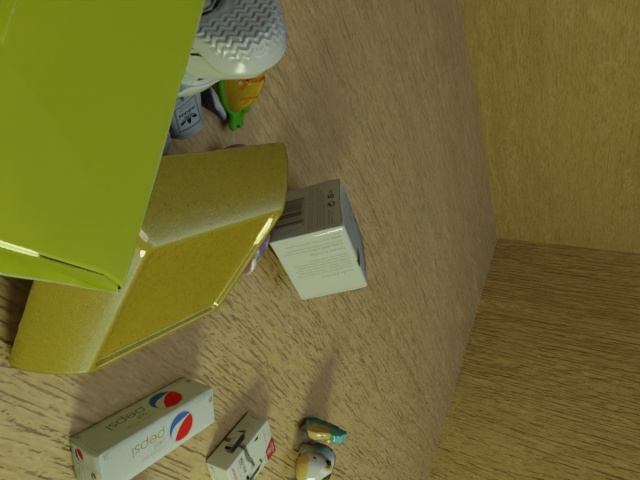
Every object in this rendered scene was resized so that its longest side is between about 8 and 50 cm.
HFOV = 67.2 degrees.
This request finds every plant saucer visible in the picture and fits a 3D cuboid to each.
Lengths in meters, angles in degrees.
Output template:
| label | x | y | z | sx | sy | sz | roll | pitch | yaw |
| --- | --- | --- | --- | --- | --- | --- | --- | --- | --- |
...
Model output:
| label | x | y | z | sx | sy | sz | roll | pitch | yaw |
| --- | --- | --- | --- | --- | --- | --- | --- | --- | --- |
| plant saucer | -0.193 | 0.034 | 0.635 | 0.332 | 0.081 | 0.333 | -25 | 156 | -55 |

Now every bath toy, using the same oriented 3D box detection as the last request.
| label | x | y | z | sx | sy | sz | roll | pitch | yaw |
| --- | --- | --- | --- | --- | --- | --- | --- | --- | --- |
| bath toy | -0.015 | 0.631 | 1.192 | 0.151 | 0.129 | 0.348 | 13 | 87 | -59 |

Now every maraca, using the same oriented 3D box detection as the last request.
| label | x | y | z | sx | sy | sz | roll | pitch | yaw |
| --- | --- | --- | --- | --- | --- | --- | --- | --- | --- |
| maraca | -0.142 | -0.272 | 0.821 | 0.186 | 0.099 | 0.127 | 91 | 17 | -62 |

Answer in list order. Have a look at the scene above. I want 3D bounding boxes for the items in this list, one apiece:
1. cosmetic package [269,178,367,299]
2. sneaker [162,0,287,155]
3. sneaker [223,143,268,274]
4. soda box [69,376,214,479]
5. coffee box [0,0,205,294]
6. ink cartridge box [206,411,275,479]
| label | x | y | z | sx | sy | sz | roll | pitch | yaw |
| --- | --- | --- | --- | --- | --- | --- | --- | --- | --- |
| cosmetic package | 0.000 | 0.000 | 1.008 | 0.151 | 0.151 | 0.184 | -90 | 162 | -45 |
| sneaker | -0.157 | -0.201 | 0.578 | 0.137 | 0.366 | 0.210 | -41 | 140 | -24 |
| sneaker | -0.138 | -0.061 | 0.884 | 0.104 | 0.095 | 0.236 | -37 | 132 | -58 |
| soda box | -0.269 | 0.297 | 0.757 | 0.216 | 0.074 | 0.069 | -19 | 113 | -55 |
| coffee box | -0.322 | -0.174 | 0.318 | 0.338 | 0.334 | 0.338 | 25 | 75 | -57 |
| ink cartridge box | -0.158 | 0.439 | 0.984 | 0.135 | 0.056 | 0.099 | -43 | 132 | -47 |
